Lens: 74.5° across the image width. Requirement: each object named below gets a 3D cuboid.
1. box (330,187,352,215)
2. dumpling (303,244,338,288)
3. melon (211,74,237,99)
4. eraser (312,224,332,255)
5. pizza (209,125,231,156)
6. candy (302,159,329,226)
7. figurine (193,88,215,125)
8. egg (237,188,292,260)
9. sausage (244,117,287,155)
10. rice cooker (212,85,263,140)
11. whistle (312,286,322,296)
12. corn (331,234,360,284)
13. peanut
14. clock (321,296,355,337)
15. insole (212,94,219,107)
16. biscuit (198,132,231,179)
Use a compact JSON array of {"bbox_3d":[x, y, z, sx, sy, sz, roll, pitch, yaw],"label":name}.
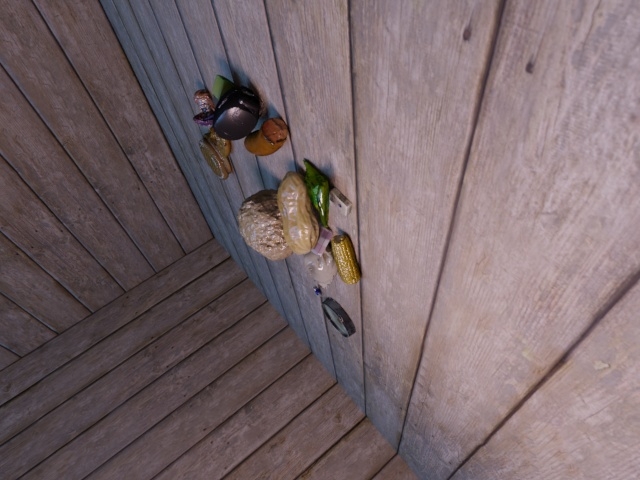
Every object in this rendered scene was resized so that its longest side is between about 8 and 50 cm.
[{"bbox_3d":[0.065,-0.124,1.350,0.083,0.024,0.054,48,158,23],"label":"box"},{"bbox_3d":[-0.003,0.081,1.719,0.172,0.142,0.247,-105,17,-49],"label":"dumpling"},{"bbox_3d":[-0.330,-0.502,1.536,0.064,0.118,0.209,28,162,28],"label":"melon"},{"bbox_3d":[0.000,0.000,1.603,0.026,0.105,0.065,19,-168,-42],"label":"eraser"},{"bbox_3d":[-0.480,-0.485,2.011,0.161,0.063,0.182,63,162,-6],"label":"pizza"},{"bbox_3d":[-0.007,-0.165,1.365,0.246,0.069,0.149,-120,16,-52],"label":"candy"},{"bbox_3d":[-0.509,-0.583,1.865,0.114,0.126,0.156,-25,-71,-69],"label":"figurine"},{"bbox_3d":[-0.198,-0.070,1.728,0.310,0.279,0.279,50,161,26],"label":"egg"},{"bbox_3d":[-0.194,-0.353,1.480,0.108,0.109,0.271,61,160,-16],"label":"sausage"},{"bbox_3d":[-0.287,-0.436,1.444,0.203,0.142,0.118,-38,49,34],"label":"rice cooker"},{"bbox_3d":[-0.013,0.268,2.205,0.033,0.029,0.083,21,-163,-45],"label":"whistle"},{"bbox_3d":[0.093,0.075,1.538,0.080,0.080,0.238,34,153,47],"label":"corn"},{"bbox_3d":[-0.079,-0.097,1.527,0.149,0.149,0.313,18,121,61],"label":"peanut"},{"bbox_3d":[0.088,0.393,2.137,0.226,0.049,0.226,45,159,23],"label":"clock"},{"bbox_3d":[-0.386,-0.526,1.764,0.247,0.011,0.081,52,148,17],"label":"insole"},{"bbox_3d":[-0.558,-0.444,2.237,0.259,0.079,0.259,48,162,22],"label":"biscuit"}]
